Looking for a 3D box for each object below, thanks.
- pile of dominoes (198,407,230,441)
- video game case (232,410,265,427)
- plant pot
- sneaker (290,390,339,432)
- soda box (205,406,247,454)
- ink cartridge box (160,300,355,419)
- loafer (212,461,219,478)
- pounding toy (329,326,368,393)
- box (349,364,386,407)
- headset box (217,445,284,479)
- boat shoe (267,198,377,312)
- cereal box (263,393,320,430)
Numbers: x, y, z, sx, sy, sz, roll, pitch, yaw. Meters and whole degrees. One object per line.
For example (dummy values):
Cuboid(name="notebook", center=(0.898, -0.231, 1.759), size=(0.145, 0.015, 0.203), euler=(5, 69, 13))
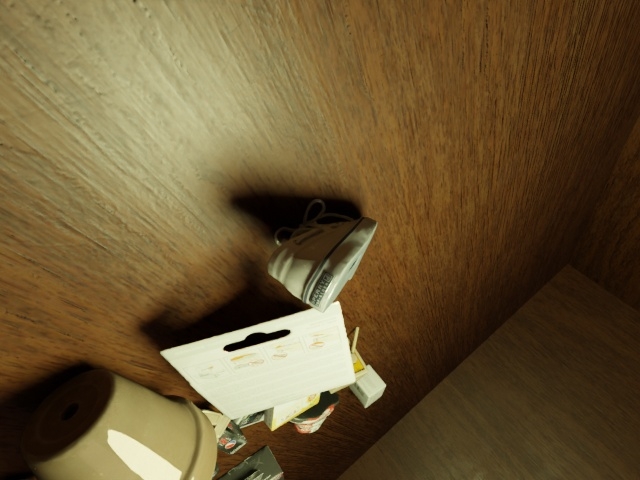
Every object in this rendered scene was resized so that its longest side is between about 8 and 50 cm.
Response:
Cuboid(name="pile of dominoes", center=(-0.340, 0.472, 0.896), size=(0.196, 0.040, 0.251), euler=(37, 80, -40))
Cuboid(name="video game case", center=(-0.147, 0.450, 1.157), size=(0.173, 0.022, 0.190), euler=(6, 123, -50))
Cuboid(name="plant pot", center=(-0.336, 0.333, 0.666), size=(0.263, 0.263, 0.229), euler=(-33, 126, -17))
Cuboid(name="sneaker", center=(-0.051, 0.572, 1.318), size=(0.145, 0.090, 0.270), euler=(-56, 151, 14))
Cuboid(name="soda box", center=(-0.253, 0.483, 1.030), size=(0.053, 0.060, 0.169), euler=(-37, 138, -10))
Cuboid(name="ink cartridge box", center=(-0.097, 0.229, 0.826), size=(0.308, 0.091, 0.385), euler=(-15, 141, -3))
Cuboid(name="loafer", center=(-0.381, 0.671, 1.107), size=(0.223, 0.076, 0.078), euler=(-27, 148, -17))
Cuboid(name="pounding toy", center=(0.072, 0.346, 1.194), size=(0.141, 0.130, 0.100), euler=(-6, 143, -43))
Cuboid(name="box", center=(0.174, 0.543, 1.522), size=(0.087, 0.101, 0.102), euler=(-26, 144, -26))
Cuboid(name="headset box", center=(-0.242, 0.853, 1.410), size=(0.218, 0.110, 0.293), euler=(-26, 142, -25))
Cuboid(name="boat shoe", center=(-0.004, 0.008, 0.737), size=(0.135, 0.157, 0.367), euler=(-65, 171, 20))
Cuboid(name="cereal box", center=(-0.066, 0.383, 1.109), size=(0.173, 0.047, 0.240), euler=(-15, 125, -39))
